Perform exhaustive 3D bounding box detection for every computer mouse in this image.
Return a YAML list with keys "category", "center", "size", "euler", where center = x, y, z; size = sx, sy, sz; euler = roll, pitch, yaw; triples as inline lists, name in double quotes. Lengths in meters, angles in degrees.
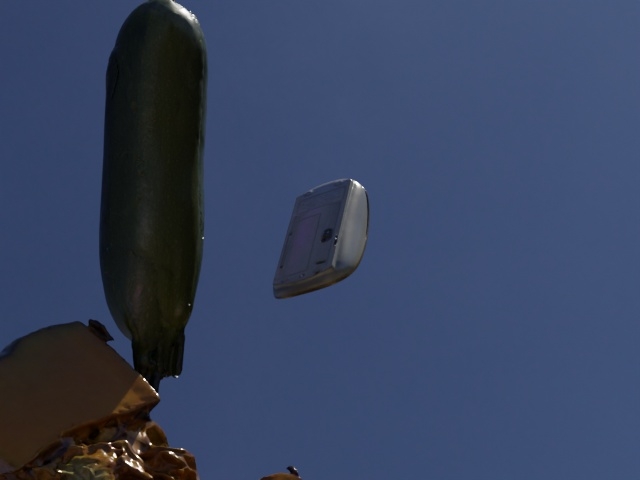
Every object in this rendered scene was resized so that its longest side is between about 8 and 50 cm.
- category: "computer mouse"
  center: [0.001, 0.002, 1.587]
  size: [0.102, 0.199, 0.045]
  euler: [-18, -59, 21]

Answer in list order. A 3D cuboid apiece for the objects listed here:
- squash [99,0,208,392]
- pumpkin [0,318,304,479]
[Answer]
- category: "squash"
  center: [-0.127, -0.034, 1.080]
  size: [0.087, 0.331, 0.087]
  euler: [-1, -21, 0]
- category: "pumpkin"
  center: [-0.148, 0.143, 0.932]
  size: [0.139, 0.190, 0.280]
  euler: [-26, 0, -41]
